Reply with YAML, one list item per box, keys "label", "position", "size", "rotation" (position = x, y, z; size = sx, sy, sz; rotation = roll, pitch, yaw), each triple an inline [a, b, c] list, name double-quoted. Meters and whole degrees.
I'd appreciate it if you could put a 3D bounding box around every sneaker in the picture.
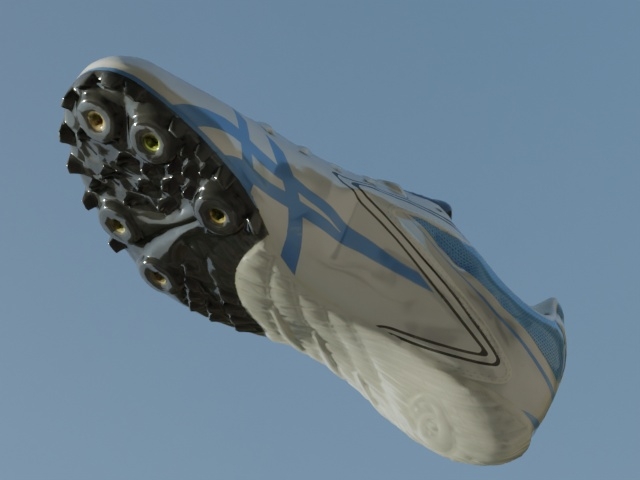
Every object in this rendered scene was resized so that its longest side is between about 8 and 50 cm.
- label: "sneaker"
  position: [0.000, 0.000, 0.715]
  size: [0.237, 0.085, 0.086]
  rotation: [37, -128, -22]
